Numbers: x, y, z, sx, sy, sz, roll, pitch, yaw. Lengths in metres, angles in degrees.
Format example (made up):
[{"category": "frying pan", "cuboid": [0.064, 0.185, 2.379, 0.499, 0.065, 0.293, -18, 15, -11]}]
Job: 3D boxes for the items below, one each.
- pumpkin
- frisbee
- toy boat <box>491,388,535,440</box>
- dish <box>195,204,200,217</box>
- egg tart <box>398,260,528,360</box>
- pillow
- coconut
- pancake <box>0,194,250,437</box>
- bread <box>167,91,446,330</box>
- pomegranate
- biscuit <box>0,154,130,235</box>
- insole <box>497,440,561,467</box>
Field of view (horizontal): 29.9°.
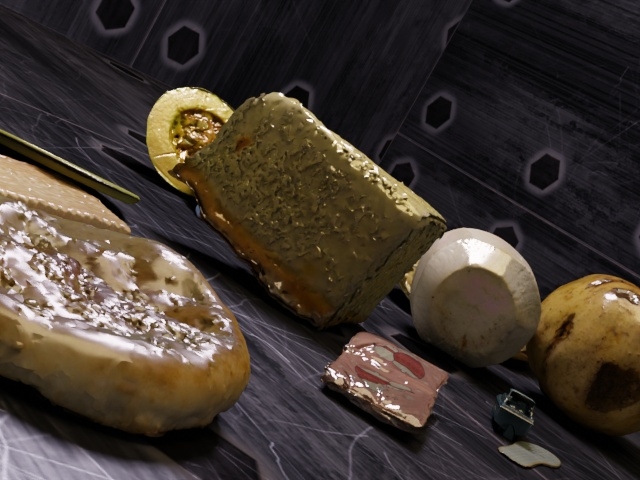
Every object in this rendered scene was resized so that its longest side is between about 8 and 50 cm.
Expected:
[{"category": "pumpkin", "cuboid": [-0.225, -0.157, 2.132, 0.217, 0.217, 0.110, 27, -28, -18]}, {"category": "frisbee", "cuboid": [-0.353, -0.103, 1.621, 0.236, 0.017, 0.236, 26, -1, 1]}, {"category": "toy boat", "cuboid": [0.272, 0.239, 1.695, 0.055, 0.060, 0.141, 29, 5, 5]}, {"category": "dish", "cuboid": [-0.100, -0.074, 2.024, 0.228, 0.236, 0.086, -126, -162, -48]}, {"category": "egg tart", "cuboid": [0.296, 0.104, 2.320, 0.351, 0.153, 0.339, 31, 5, 5]}, {"category": "pillow", "cuboid": [0.079, 0.171, 1.456, 0.135, 0.049, 0.248, 30, 12, 7]}, {"category": "coconut", "cuboid": [0.256, 0.095, 2.002, 0.241, 0.241, 0.241, 29, 8, -4]}, {"category": "pancake", "cuboid": [-0.229, 0.038, 1.049, 0.387, 0.082, 0.387, 26, 10, -5]}, {"category": "bread", "cuboid": [-0.005, -0.035, 1.748, 0.315, 0.248, 0.279, 47, 8, 22]}, {"category": "pomegranate", "cuboid": [0.486, 0.195, 2.027, 0.281, 0.281, 0.281, 29, 8, -4]}, {"category": "biscuit", "cuboid": [-0.352, -0.061, 1.424, 0.160, 0.030, 0.249, 34, 9, 34]}, {"category": "insole", "cuboid": [0.281, 0.287, 1.605, 0.064, 0.004, 0.188, 32, 8, 27]}]
